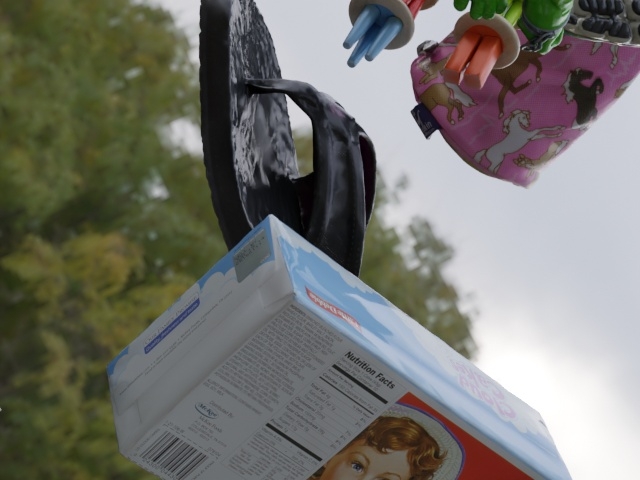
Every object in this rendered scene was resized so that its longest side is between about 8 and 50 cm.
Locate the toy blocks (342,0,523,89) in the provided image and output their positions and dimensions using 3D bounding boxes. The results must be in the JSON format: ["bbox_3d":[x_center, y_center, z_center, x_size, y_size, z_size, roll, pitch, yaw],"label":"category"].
[{"bbox_3d":[0.085,-0.156,1.308,0.123,0.148,0.054,38,-38,-4],"label":"toy blocks"}]

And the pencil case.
[{"bbox_3d":[0.250,-0.232,1.697,0.167,0.386,0.160,31,20,-31],"label":"pencil case"}]

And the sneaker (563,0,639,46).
[{"bbox_3d":[0.278,-0.183,1.427,0.110,0.275,0.107,135,-48,-61],"label":"sneaker"}]

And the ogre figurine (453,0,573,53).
[{"bbox_3d":[0.120,-0.224,1.201,0.118,0.097,0.197,164,-86,-73],"label":"ogre figurine"}]

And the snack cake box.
[{"bbox_3d":[0.015,0.119,1.127,0.264,0.152,0.089,37,19,-32],"label":"snack cake box"}]

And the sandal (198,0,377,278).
[{"bbox_3d":[0.001,0.000,1.357,0.167,0.107,0.446,-79,158,-56],"label":"sandal"}]
